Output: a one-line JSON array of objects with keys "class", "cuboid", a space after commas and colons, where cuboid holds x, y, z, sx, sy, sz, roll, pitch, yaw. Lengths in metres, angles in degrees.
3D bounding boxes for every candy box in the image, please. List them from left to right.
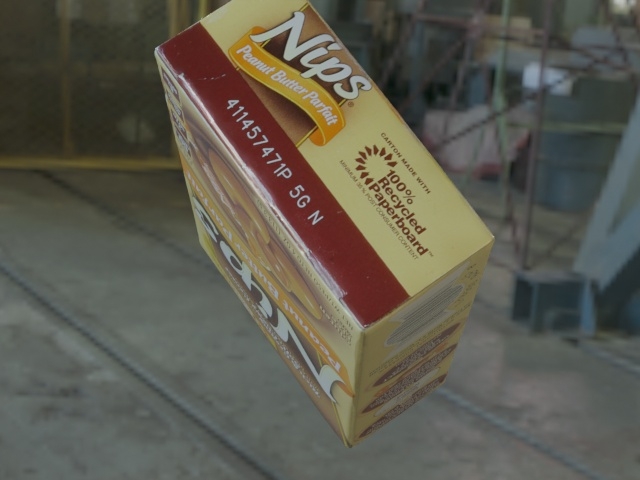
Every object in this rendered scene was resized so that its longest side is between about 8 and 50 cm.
[{"class": "candy box", "cuboid": [0.000, 0.000, 0.884, 0.087, 0.183, 0.316, -33, -15, -11]}]
